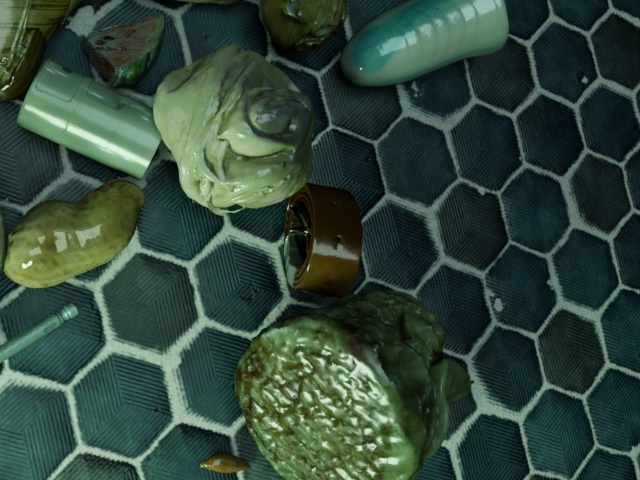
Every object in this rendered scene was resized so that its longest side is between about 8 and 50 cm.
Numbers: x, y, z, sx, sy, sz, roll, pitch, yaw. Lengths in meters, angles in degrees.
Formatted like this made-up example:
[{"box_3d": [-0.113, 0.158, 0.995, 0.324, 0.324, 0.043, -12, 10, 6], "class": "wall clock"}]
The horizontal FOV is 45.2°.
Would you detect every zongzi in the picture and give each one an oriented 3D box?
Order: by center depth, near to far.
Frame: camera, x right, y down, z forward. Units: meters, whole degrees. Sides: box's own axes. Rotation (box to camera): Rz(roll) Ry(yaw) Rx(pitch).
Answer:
[{"box_3d": [-0.459, -0.381, 1.305, 0.288, 0.134, 0.286, -5, 94, -35], "class": "zongzi"}]

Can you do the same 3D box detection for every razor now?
[{"box_3d": [-0.499, 0.170, 1.247, 0.232, 0.106, 0.068, -36, 97, -31], "class": "razor"}]

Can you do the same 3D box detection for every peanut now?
[{"box_3d": [-0.403, -0.015, 1.272, 0.253, 0.122, 0.137, -24, 84, -23], "class": "peanut"}]

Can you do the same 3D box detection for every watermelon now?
[{"box_3d": [-0.347, -0.335, 1.361, 0.139, 0.071, 0.187, 13, 51, 9], "class": "watermelon"}]

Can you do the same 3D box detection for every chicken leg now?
[{"box_3d": [-0.007, -0.536, 1.456, 0.201, 0.152, 0.429, 38, 59, -48], "class": "chicken leg"}]

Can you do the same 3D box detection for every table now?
[{"box_3d": [-0.380, -0.202, 1.298, 0.220, 0.126, 0.126, 26, 76, -15], "class": "table"}]

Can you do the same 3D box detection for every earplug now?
[{"box_3d": [0.183, -0.396, 1.509, 0.324, 0.185, 0.185, -26, 93, -12], "class": "earplug"}]

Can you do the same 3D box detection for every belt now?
[{"box_3d": [0.000, 0.000, 1.346, 0.105, 0.261, 0.184, 8, 106, -16], "class": "belt"}]

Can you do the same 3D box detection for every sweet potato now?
[{"box_3d": [-0.166, 0.392, 1.355, 0.095, 0.034, 0.034, 12, 80, -28], "class": "sweet potato"}]

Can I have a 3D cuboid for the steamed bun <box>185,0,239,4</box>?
[{"box_3d": [-0.218, -0.560, 1.336, 0.301, 0.251, 0.199, 5, 65, -33], "class": "steamed bun"}]

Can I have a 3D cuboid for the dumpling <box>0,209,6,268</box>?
[{"box_3d": [-0.553, -0.004, 1.186, 0.131, 0.179, 0.252, 24, 78, -11], "class": "dumpling"}]

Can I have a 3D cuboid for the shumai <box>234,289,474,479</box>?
[{"box_3d": [0.074, 0.225, 1.337, 0.395, 0.395, 0.348, 52, 45, -7], "class": "shumai"}]

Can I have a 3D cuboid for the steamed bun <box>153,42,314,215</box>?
[{"box_3d": [-0.117, -0.198, 1.283, 0.268, 0.207, 0.280, -13, 87, -48], "class": "steamed bun"}]
